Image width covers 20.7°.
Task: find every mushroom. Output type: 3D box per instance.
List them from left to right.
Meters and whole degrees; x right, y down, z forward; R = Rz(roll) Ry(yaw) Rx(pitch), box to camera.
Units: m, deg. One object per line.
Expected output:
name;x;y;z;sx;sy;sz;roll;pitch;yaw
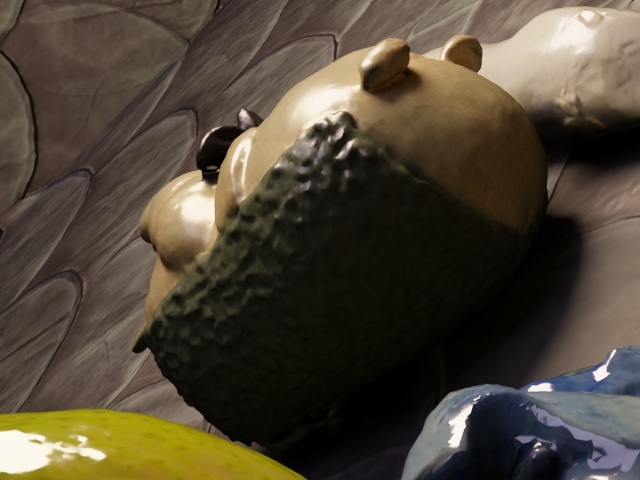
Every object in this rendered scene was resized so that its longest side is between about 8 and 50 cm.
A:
mushroom;0.163;-0.120;1.361;0.351;0.109;0.097;-3;76;58

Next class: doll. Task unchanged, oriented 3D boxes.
doll;0.000;0.000;1.299;0.349;0.247;0.247;-49;15;30

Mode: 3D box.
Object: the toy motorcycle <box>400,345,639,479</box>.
toy motorcycle;0.130;0.123;0.685;0.319;0.241;0.182;38;106;56

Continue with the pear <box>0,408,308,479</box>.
pear;-0.118;0.255;0.807;0.391;0.391;0.391;-42;19;18
